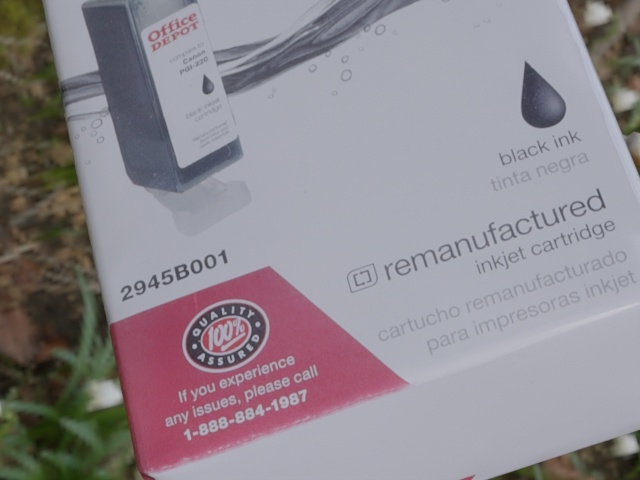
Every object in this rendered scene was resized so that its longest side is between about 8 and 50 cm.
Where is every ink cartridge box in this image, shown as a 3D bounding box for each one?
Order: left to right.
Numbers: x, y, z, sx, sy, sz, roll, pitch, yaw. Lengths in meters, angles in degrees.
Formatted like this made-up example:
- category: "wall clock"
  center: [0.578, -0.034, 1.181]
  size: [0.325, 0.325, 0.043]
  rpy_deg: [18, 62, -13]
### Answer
- category: "ink cartridge box"
  center: [0.007, -0.034, 0.497]
  size: [0.092, 0.158, 0.218]
  rpy_deg: [61, 11, -59]

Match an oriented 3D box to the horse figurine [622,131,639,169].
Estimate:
- category: "horse figurine"
  center: [0.081, 0.001, 0.740]
  size: [0.066, 0.174, 0.263]
  rpy_deg: [-63, 147, -21]
